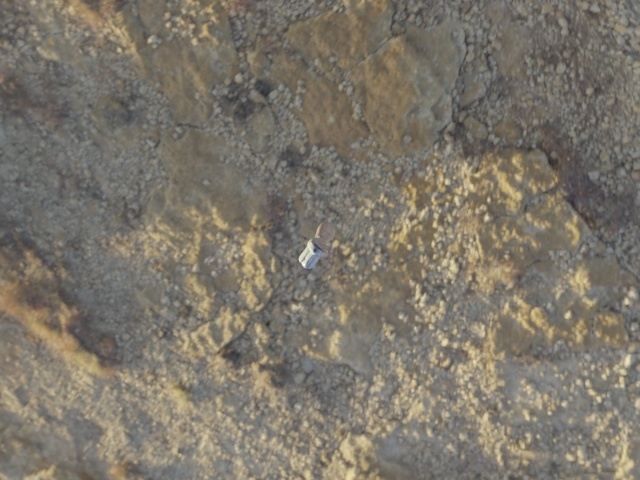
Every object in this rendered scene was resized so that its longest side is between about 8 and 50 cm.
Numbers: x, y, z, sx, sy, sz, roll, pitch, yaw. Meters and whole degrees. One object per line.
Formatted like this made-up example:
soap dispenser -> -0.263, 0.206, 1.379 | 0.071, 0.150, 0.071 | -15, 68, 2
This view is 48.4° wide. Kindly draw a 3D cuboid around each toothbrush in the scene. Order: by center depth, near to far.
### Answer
toothbrush -> 0.000, 0.000, 0.911 | 0.025, 0.307, 0.029 | 38, 98, -1
